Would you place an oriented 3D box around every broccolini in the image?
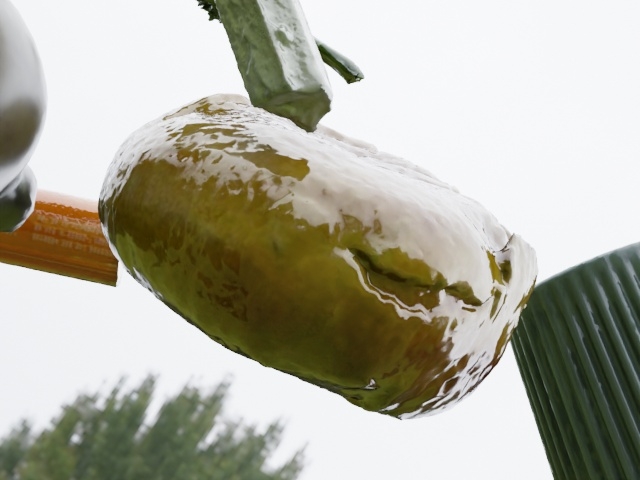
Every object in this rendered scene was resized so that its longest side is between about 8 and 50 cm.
[{"bbox_3d":[-0.048,-0.189,1.291,0.201,0.058,0.074,43,17,21],"label":"broccolini"}]

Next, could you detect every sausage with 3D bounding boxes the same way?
[{"bbox_3d":[-0.365,-0.024,1.559,0.312,0.093,0.093,13,-31,-5],"label":"sausage"}]

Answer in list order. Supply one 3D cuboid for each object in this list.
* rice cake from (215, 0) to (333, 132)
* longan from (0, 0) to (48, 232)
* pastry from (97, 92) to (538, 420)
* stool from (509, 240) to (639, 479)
[{"bbox_3d":[-0.052,-0.194,0.975,0.052,0.256,0.057,-26,-20,19],"label":"rice cake"},{"bbox_3d":[-0.325,-0.074,0.972,0.300,0.243,0.300,-4,-38,-3],"label":"longan"},{"bbox_3d":[0.000,0.000,1.072,0.356,0.164,0.356,26,13,-6],"label":"pastry"},{"bbox_3d":[0.386,0.186,1.654,0.297,0.297,0.330,-45,-118,59],"label":"stool"}]
